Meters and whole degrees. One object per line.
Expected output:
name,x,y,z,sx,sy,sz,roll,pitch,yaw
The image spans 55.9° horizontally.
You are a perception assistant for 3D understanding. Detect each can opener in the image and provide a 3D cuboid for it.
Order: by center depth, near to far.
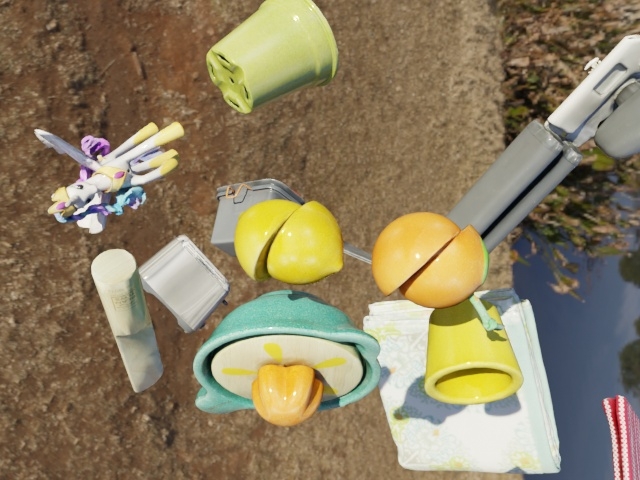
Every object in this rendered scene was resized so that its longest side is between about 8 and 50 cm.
can opener,0.230,-0.077,0.597,0.074,0.280,0.093,17,39,-37

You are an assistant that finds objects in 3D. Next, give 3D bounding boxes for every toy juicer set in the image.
toy juicer set,-0.035,0.068,0.412,0.209,0.329,0.089,66,20,-49

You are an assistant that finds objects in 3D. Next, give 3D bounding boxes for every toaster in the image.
toaster,-0.312,0.088,1.360,0.146,0.129,0.227,-44,103,-10

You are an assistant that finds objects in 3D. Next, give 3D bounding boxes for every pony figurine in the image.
pony figurine,-0.544,-0.176,1.526,0.363,0.351,0.303,-34,117,-25

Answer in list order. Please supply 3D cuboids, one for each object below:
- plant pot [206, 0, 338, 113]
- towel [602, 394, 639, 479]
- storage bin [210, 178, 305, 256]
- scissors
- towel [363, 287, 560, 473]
plant pot,-0.139,-0.463,1.540,0.254,0.276,0.276,-38,123,-23
towel,0.398,0.327,0.753,0.275,0.031,0.199,42,48,-44
storage bin,-0.105,-0.030,0.905,0.098,0.135,0.091,37,57,-44
scissors,0.000,0.000,1.076,0.109,0.297,0.021,-35,154,-38
towel,0.270,0.281,1.171,0.090,0.320,0.375,-34,111,-57
